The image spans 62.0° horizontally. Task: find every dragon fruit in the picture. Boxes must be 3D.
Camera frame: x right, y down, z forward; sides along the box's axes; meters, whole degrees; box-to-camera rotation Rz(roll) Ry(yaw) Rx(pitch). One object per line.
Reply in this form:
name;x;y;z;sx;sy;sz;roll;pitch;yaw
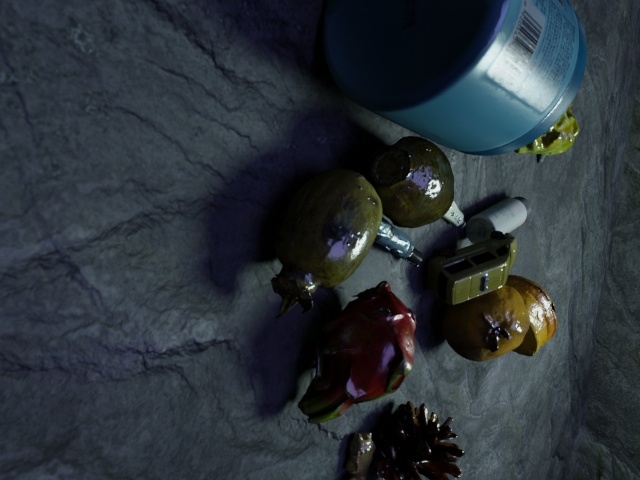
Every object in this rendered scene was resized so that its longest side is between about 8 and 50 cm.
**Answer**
dragon fruit;0.059;0.205;0.996;0.269;0.200;0.198;-29;141;6

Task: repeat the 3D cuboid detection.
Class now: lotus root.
lotus root;0.000;-0.001;0.862;0.278;0.154;0.154;-57;137;-23
lotus root;0.176;-0.106;1.012;0.275;0.152;0.159;11;74;-65

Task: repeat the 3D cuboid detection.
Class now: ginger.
ginger;0.080;0.509;1.185;0.070;0.051;0.173;21;82;-47

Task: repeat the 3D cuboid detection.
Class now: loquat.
loquat;0.424;0.208;1.382;0.238;0.238;0.193;-22;88;-45

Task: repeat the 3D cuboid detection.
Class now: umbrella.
umbrella;0.150;-0.003;1.115;0.250;0.052;0.053;29;96;-48

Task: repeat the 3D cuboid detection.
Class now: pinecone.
pinecone;0.233;0.496;1.253;0.202;0.202;0.228;35;40;-74

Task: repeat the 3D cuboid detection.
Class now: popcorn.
popcorn;0.615;-0.353;1.481;0.286;0.174;0.225;-8;99;-49

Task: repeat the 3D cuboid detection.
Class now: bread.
bread;0.610;0.227;1.625;0.143;0.196;0.269;-42;128;-22

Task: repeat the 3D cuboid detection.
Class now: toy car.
toy car;0.395;0.068;1.319;0.257;0.124;0.101;-17;125;-18

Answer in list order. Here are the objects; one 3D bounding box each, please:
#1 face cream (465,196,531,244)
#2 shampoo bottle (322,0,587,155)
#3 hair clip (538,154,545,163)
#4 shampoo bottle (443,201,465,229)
face cream;0.522;-0.067;1.512;0.312;0.092;0.092;-23;118;-44
shampoo bottle;0.228;-0.335;0.893;0.343;0.331;0.330;6;96;-50
hair clip;0.717;-0.354;1.705;0.066;0.036;0.229;-29;122;-34
shampoo bottle;0.334;-0.065;1.334;0.141;0.034;0.048;30;72;-51
